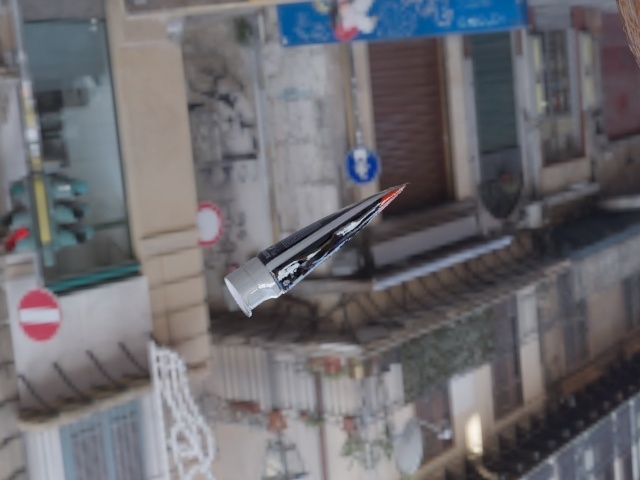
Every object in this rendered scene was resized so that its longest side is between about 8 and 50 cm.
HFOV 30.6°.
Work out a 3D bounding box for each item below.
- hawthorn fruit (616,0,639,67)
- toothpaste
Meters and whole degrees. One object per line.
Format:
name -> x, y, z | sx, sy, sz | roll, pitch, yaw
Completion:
hawthorn fruit -> 0.263, -0.107, 0.509 | 0.277, 0.298, 0.277 | -6, -146, 4
toothpaste -> 0.000, 0.000, 1.112 | 0.193, 0.045, 0.071 | -34, -175, -12
